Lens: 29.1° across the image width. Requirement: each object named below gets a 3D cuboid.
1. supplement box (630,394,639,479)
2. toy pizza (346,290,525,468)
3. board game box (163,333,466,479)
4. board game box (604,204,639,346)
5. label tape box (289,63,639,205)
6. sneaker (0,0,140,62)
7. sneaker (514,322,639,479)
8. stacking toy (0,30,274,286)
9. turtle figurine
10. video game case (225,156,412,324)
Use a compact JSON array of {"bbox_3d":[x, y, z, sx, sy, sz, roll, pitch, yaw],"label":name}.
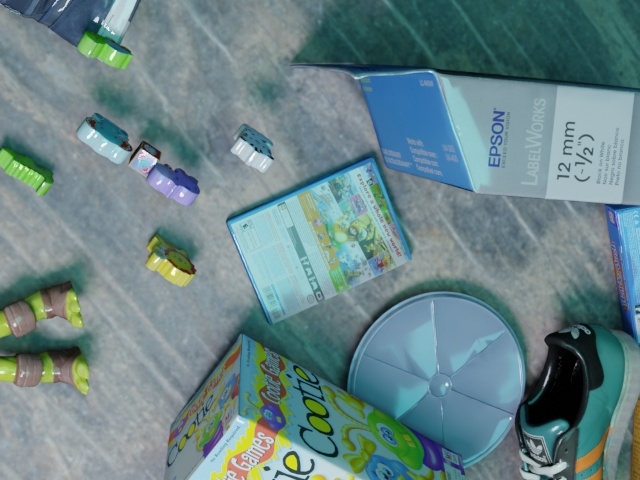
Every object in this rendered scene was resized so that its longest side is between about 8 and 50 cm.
[{"bbox_3d":[0.400,0.277,1.391,0.078,0.080,0.233,-2,97,-17],"label":"supplement box"},{"bbox_3d":[0.123,0.152,1.322,0.201,0.032,0.201,-2,98,-14],"label":"toy pizza"},{"bbox_3d":[-0.002,0.241,1.224,0.275,0.142,0.144,31,113,-16],"label":"board game box"},{"bbox_3d":[0.429,0.017,1.352,0.210,0.047,0.160,-11,103,0],"label":"board game box"},{"bbox_3d":[0.161,-0.103,1.178,0.347,0.249,0.115,2,98,-15],"label":"label tape box"},{"bbox_3d":[-0.220,-0.300,1.134,0.163,0.086,0.226,26,93,-20],"label":"sneaker"},{"bbox_3d":[0.253,0.236,1.318,0.121,0.108,0.302,11,88,-36],"label":"sneaker"},{"bbox_3d":[-0.173,-0.075,1.169,0.221,0.052,0.167,33,111,-17],"label":"stacking toy"},{"bbox_3d":[-0.334,0.121,1.169,0.217,0.087,0.270,-8,92,-21],"label":"turtle figurine"},{"bbox_3d":[0.000,0.000,1.275,0.166,0.015,0.119,-24,103,-10],"label":"video game case"}]
